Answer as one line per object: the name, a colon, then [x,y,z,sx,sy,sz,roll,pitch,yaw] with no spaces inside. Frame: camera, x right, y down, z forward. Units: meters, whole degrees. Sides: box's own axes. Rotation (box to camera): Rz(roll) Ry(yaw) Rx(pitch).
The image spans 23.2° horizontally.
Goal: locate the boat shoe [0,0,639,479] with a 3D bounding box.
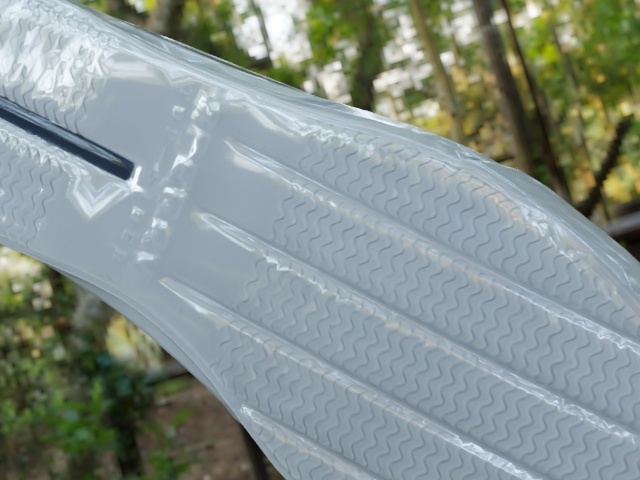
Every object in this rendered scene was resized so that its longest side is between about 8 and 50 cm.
boat shoe: [0.000,0.000,0.521,0.121,0.335,0.119,-60,-17,13]
